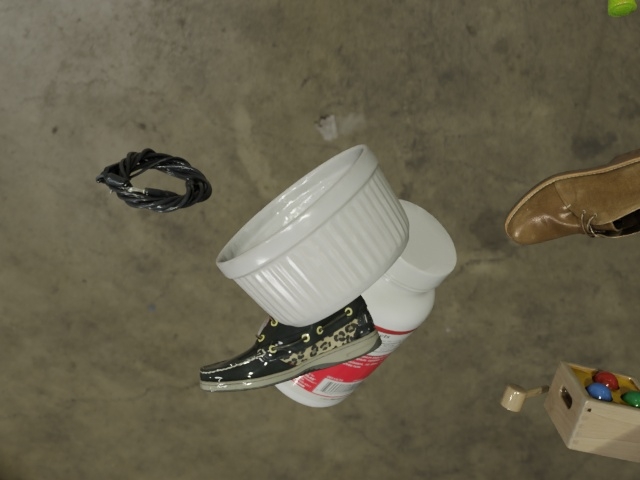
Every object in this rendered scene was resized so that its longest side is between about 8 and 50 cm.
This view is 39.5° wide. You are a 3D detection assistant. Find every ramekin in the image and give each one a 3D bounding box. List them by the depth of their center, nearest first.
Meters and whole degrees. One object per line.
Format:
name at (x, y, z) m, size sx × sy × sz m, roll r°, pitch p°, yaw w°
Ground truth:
ramekin at (0.000, 0.000, 0.966) m, size 0.207 × 0.207 × 0.109 m, roll -32°, pitch 104°, yaw 31°

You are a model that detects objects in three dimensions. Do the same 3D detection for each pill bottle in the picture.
pill bottle at (0.066, 0.118, 1.671) m, size 0.229 × 0.229 × 0.407 m, roll 27°, pitch 128°, yaw -16°

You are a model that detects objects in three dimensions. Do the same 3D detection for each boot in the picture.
boot at (-0.054, 0.083, 1.121) m, size 0.236 × 0.085 × 0.178 m, roll -15°, pitch 94°, yaw -10°
boot at (0.438, -0.048, 1.463) m, size 0.305 × 0.115 × 0.112 m, roll -25°, pitch 128°, yaw 33°

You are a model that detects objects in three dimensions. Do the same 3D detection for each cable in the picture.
cable at (-0.238, -0.094, 1.350) m, size 0.151 × 0.184 × 0.047 m, roll 20°, pitch 113°, yaw 20°

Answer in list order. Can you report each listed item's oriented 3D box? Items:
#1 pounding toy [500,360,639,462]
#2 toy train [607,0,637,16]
pounding toy at (0.384, 0.233, 1.352) m, size 0.206 × 0.181 × 0.094 m, roll 13°, pitch 108°, yaw -7°
toy train at (0.496, -0.443, 1.501) m, size 0.248 × 0.143 × 0.105 m, roll 3°, pitch 165°, yaw -10°
